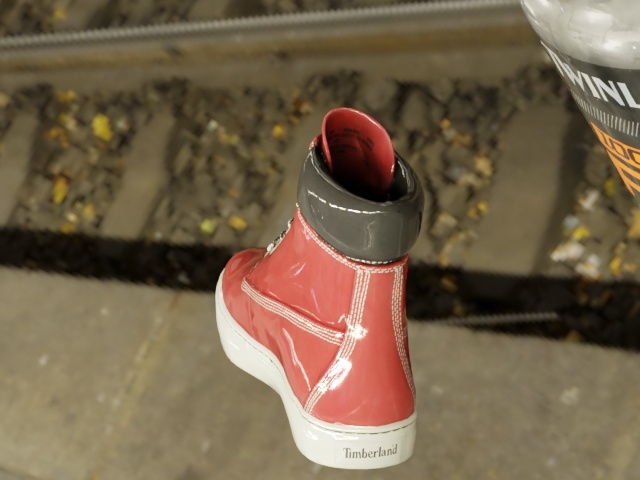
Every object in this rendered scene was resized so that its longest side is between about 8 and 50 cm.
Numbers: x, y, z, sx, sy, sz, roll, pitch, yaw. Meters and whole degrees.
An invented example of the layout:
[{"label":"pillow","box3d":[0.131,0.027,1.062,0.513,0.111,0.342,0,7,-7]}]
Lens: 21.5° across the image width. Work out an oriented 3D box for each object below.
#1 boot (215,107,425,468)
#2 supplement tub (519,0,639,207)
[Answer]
[{"label":"boot","box3d":[0.000,0.000,0.952,0.244,0.088,0.176,-136,45,-66]},{"label":"supplement tub","box3d":[0.223,-0.098,0.801,0.207,0.338,0.207,-23,39,20]}]
